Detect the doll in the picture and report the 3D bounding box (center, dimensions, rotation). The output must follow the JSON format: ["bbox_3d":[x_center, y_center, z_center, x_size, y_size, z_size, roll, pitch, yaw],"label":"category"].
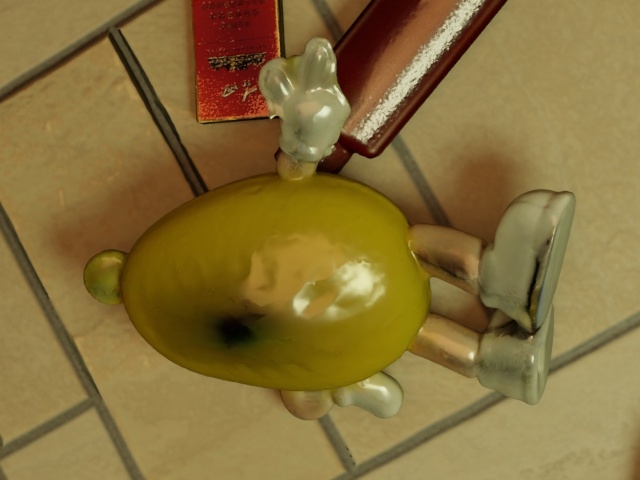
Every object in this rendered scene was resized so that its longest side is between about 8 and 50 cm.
[{"bbox_3d":[0.029,0.024,1.433,0.423,0.161,0.348,32,115,-1],"label":"doll"}]

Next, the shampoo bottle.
[{"bbox_3d":[0.059,-0.162,1.490,0.102,0.064,0.260,41,98,7],"label":"shampoo bottle"}]

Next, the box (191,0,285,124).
[{"bbox_3d":[-0.079,-0.183,1.540,0.090,0.023,0.133,-2,89,14],"label":"box"}]
